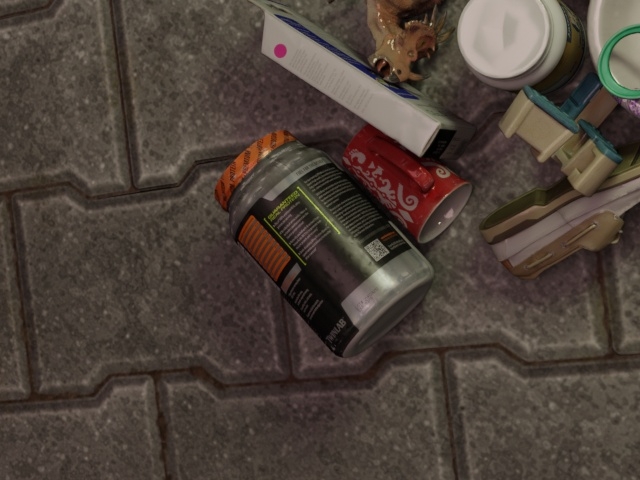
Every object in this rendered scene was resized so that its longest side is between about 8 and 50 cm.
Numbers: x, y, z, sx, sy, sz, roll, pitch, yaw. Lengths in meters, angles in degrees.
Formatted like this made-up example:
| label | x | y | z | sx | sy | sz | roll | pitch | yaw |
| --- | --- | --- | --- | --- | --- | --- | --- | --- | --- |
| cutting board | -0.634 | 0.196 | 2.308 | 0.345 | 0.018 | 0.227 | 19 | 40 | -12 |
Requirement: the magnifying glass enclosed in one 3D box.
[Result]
| label | x | y | z | sx | sy | sz | roll | pitch | yaw |
| --- | --- | --- | --- | --- | --- | --- | --- | --- | --- |
| magnifying glass | 0.449 | -0.258 | 1.495 | 0.231 | 0.026 | 0.092 | -33 | 80 | 21 |

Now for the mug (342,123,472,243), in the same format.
| label | x | y | z | sx | sy | sz | roll | pitch | yaw |
| --- | --- | --- | --- | --- | --- | --- | --- | --- | --- |
| mug | 0.125 | -0.103 | 1.747 | 0.169 | 0.113 | 0.150 | 43 | 147 | 21 |

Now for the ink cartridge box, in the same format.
| label | x | y | z | sx | sy | sz | roll | pitch | yaw |
| --- | --- | --- | --- | --- | --- | --- | --- | --- | --- |
| ink cartridge box | 0.041 | -0.238 | 1.748 | 0.371 | 0.176 | 0.069 | 38 | 107 | 18 |

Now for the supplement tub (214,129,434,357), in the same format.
| label | x | y | z | sx | sy | sz | roll | pitch | yaw |
| --- | --- | --- | --- | --- | --- | --- | --- | --- | --- |
| supplement tub | 0.000 | 0.000 | 1.768 | 0.193 | 0.193 | 0.316 | -46 | 75 | 18 |

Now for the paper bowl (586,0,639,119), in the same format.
| label | x | y | z | sx | sy | sz | roll | pitch | yaw |
| --- | --- | --- | --- | --- | --- | --- | --- | --- | --- |
| paper bowl | 0.499 | -0.277 | 1.565 | 0.284 | 0.148 | 0.284 | 1 | 92 | 23 |

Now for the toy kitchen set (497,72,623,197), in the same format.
| label | x | y | z | sx | sy | sz | roll | pitch | yaw |
| --- | --- | --- | --- | --- | --- | --- | --- | --- | --- |
| toy kitchen set | 0.315 | -0.173 | 1.587 | 0.166 | 0.207 | 0.122 | 34 | 107 | -16 |

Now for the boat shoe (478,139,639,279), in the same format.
| label | x | y | z | sx | sy | sz | roll | pitch | yaw |
| --- | --- | --- | --- | --- | --- | --- | --- | --- | --- |
| boat shoe | 0.372 | -0.043 | 1.659 | 0.302 | 0.113 | 0.103 | -26 | 105 | 31 |

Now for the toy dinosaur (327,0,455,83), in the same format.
| label | x | y | z | sx | sy | sz | roll | pitch | yaw |
| --- | --- | --- | --- | --- | --- | --- | --- | --- | --- |
| toy dinosaur | 0.141 | -0.370 | 1.737 | 0.200 | 0.127 | 0.295 | 39 | 90 | 6 |

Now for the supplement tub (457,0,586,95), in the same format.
| label | x | y | z | sx | sy | sz | roll | pitch | yaw |
| --- | --- | --- | --- | --- | --- | --- | --- | --- | --- |
| supplement tub | 0.272 | -0.272 | 1.634 | 0.144 | 0.200 | 0.144 | 1 | 93 | 23 |
